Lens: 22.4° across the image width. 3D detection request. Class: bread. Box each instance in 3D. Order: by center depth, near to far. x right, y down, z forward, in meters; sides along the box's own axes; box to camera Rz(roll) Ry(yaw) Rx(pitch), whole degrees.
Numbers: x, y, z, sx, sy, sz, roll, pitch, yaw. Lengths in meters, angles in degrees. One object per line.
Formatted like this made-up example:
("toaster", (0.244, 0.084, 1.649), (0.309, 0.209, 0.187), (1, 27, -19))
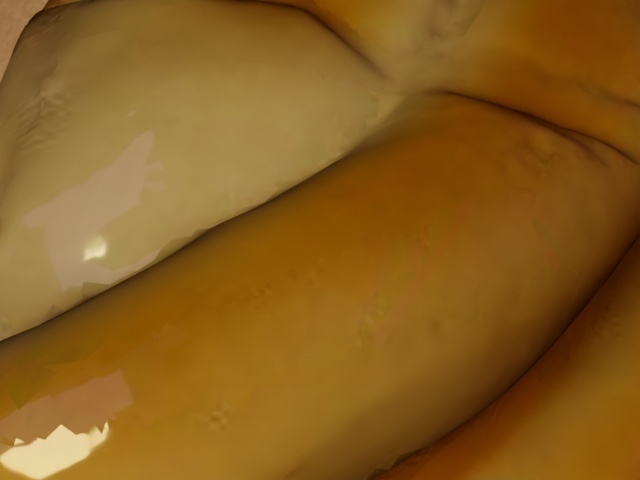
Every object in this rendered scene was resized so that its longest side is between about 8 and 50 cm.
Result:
("bread", (-0.025, -0.008, 0.584), (0.329, 0.245, 0.424), (-15, 37, 28))
